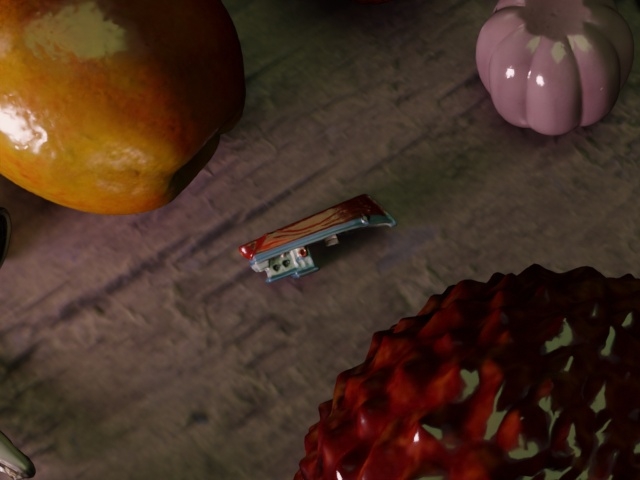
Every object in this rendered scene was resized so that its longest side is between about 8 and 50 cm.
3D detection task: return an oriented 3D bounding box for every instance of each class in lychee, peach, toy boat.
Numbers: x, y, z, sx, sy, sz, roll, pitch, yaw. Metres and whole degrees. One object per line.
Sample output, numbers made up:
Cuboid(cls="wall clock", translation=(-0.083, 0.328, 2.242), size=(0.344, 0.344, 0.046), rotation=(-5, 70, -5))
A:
Cuboid(cls="lychee", translation=(0.165, 0.255, 0.982), size=(0.424, 0.424, 0.500), rotation=(37, 88, 13))
Cuboid(cls="peach", translation=(-0.245, -0.184, 1.221), size=(0.332, 0.308, 0.308), rotation=(27, 67, 0))
Cuboid(cls="toy boat", translation=(0.000, 0.000, 1.274), size=(0.173, 0.069, 0.059), rotation=(-23, 89, -11))

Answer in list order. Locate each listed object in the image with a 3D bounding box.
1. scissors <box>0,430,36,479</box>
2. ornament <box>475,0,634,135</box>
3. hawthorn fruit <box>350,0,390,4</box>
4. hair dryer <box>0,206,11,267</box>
Cuboid(cls="scissors", translation=(-0.407, 0.163, 1.194), size=(0.289, 0.041, 0.138), rotation=(30, 69, 14))
Cuboid(cls="ornament", translation=(0.267, -0.206, 1.338), size=(0.177, 0.177, 0.177), rotation=(1, 66, -2))
Cuboid(cls="hawthorn fruit", translation=(0.017, -0.443, 1.329), size=(0.369, 0.284, 0.285), rotation=(25, 63, -26))
Cuboid(cls="hair dryer", translation=(-0.429, -0.077, 1.196), size=(0.195, 0.248, 0.078), rotation=(10, 41, 2))
